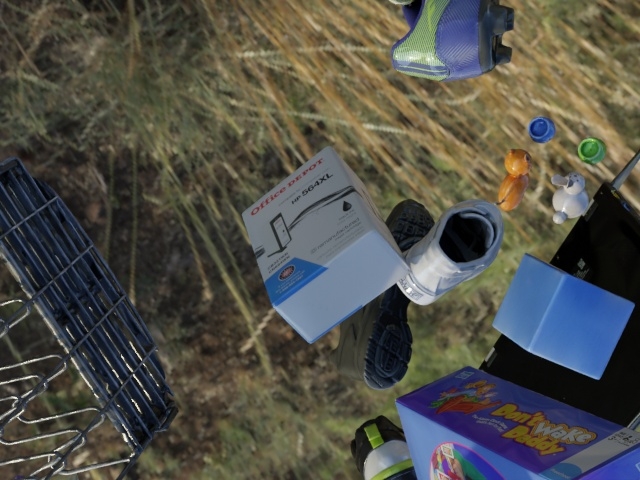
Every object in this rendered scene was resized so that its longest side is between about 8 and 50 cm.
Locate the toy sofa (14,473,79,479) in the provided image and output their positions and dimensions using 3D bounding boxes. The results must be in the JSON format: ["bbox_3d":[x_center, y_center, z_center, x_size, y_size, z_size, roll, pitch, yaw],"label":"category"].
[{"bbox_3d":[-0.362,0.523,1.592,0.150,0.177,0.362,-20,114,17],"label":"toy sofa"}]

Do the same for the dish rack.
[{"bbox_3d":[-0.183,0.078,0.520,0.074,0.208,0.271,-23,-165,24],"label":"dish rack"}]

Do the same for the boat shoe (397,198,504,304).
[{"bbox_3d":[0.182,0.000,1.249,0.084,0.095,0.258,-41,180,36],"label":"boat shoe"}]

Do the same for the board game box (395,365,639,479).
[{"bbox_3d":[0.188,0.292,0.797,0.078,0.233,0.347,-21,104,-20],"label":"board game box"}]

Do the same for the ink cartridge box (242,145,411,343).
[{"bbox_3d":[0.000,0.000,1.218,0.148,0.203,0.086,-38,125,9],"label":"ink cartridge box"}]

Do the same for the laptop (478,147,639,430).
[{"bbox_3d":[0.428,0.101,1.496,0.236,0.408,0.382,1,132,-30],"label":"laptop"}]

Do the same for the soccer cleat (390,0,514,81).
[{"bbox_3d":[0.117,-0.268,0.953,0.121,0.289,0.093,-3,145,14],"label":"soccer cleat"}]

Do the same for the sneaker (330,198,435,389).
[{"bbox_3d":[0.082,0.071,1.498,0.109,0.130,0.286,30,73,-36],"label":"sneaker"}]

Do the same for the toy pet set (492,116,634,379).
[{"bbox_3d":[0.131,0.002,0.520,0.065,0.122,0.114,14,102,-62],"label":"toy pet set"}]

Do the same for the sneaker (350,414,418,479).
[{"bbox_3d":[0.080,0.226,1.052,0.084,0.097,0.234,-26,160,-3],"label":"sneaker"}]
